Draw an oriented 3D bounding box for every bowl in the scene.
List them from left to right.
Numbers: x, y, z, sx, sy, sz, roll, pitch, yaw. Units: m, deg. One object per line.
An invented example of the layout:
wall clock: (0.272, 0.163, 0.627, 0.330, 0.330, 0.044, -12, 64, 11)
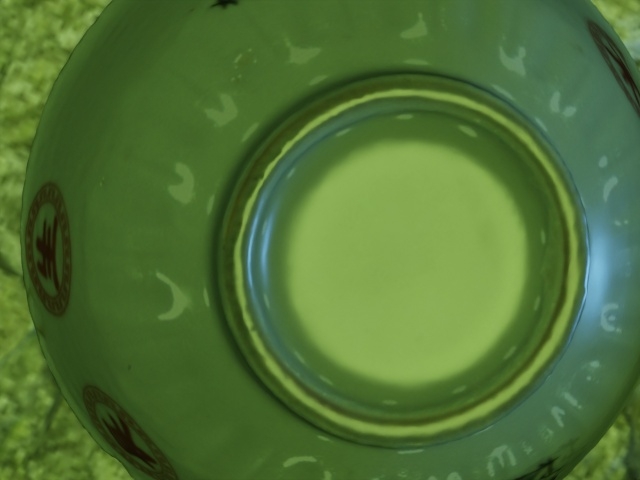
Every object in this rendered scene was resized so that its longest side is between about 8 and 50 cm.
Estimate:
bowl: (0.027, 0.004, 0.581, 0.337, 0.157, 0.337, -1, 95, -6)
